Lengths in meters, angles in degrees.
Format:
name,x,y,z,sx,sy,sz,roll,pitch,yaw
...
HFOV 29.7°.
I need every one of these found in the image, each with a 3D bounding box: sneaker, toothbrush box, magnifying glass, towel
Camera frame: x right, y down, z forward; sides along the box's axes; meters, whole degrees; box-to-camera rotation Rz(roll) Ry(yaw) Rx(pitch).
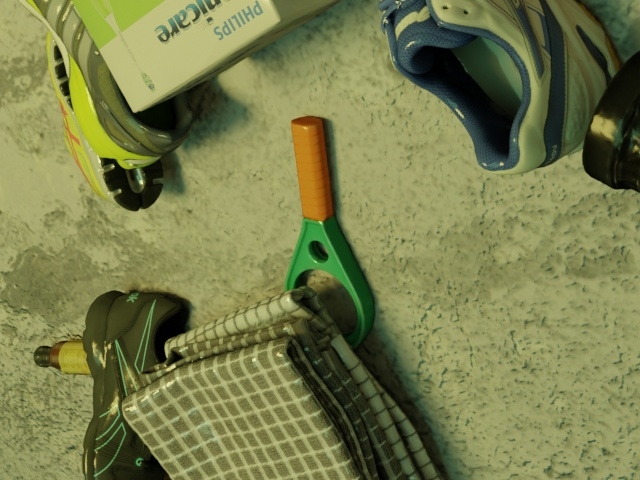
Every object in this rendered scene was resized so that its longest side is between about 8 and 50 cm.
name,x,y,z,sx,sy,sz,roll,pitch,yaw
sneaker,0.087,-0.179,0.828,0.296,0.131,0.112,52,138,5
sneaker,-0.222,-0.127,1.163,0.094,0.081,0.208,4,110,57
sneaker,-0.188,-0.204,1.053,0.121,0.111,0.300,2,124,56
toothbrush box,-0.119,-0.270,0.920,0.206,0.122,0.283,-22,98,48
sneaker,-0.184,0.183,1.254,0.106,0.101,0.267,-5,86,22
magnifying glass,0.000,0.000,1.083,0.092,0.026,0.231,14,122,35
towel,-0.032,0.201,1.139,0.235,0.121,0.283,-21,107,43

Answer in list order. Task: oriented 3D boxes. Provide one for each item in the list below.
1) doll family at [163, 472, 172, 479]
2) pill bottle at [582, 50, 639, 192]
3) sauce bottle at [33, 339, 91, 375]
name,x,y,z,sx,sy,sz,roll,pitch,yaw
doll family,-0.134,0.338,1.357,0.163,0.118,0.263,-16,85,51
pill bottle,0.280,-0.036,0.747,0.219,0.123,0.123,31,131,29
sauce bottle,-0.284,0.135,1.396,0.128,0.042,0.042,-3,112,44
